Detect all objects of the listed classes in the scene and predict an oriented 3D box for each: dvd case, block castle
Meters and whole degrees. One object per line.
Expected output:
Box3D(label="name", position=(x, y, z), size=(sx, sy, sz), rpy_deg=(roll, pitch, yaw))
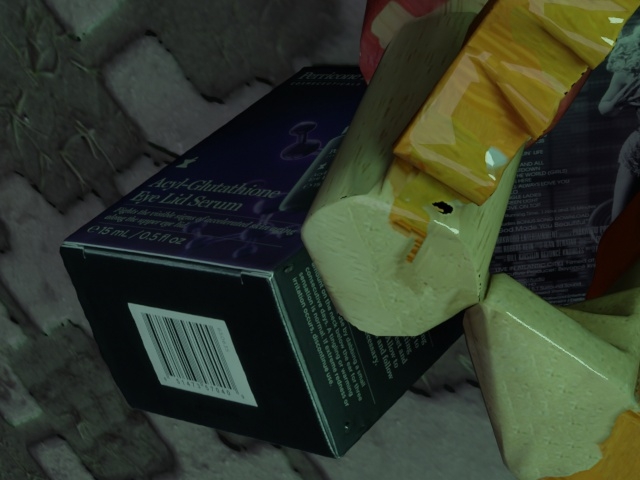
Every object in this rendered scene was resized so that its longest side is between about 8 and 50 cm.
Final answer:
Box3D(label="dvd case", position=(0.147, -0.043, 0.622), size=(0.164, 0.018, 0.221), rpy_deg=(-6, 131, 5))
Box3D(label="block castle", position=(0.249, -0.022, 0.418), size=(0.453, 0.213, 0.303), rpy_deg=(31, 133, -6))

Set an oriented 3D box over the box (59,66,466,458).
Box3D(label="box", position=(0.000, 0.000, 0.738), size=(0.153, 0.207, 0.108), rpy_deg=(6, 126, 41))
